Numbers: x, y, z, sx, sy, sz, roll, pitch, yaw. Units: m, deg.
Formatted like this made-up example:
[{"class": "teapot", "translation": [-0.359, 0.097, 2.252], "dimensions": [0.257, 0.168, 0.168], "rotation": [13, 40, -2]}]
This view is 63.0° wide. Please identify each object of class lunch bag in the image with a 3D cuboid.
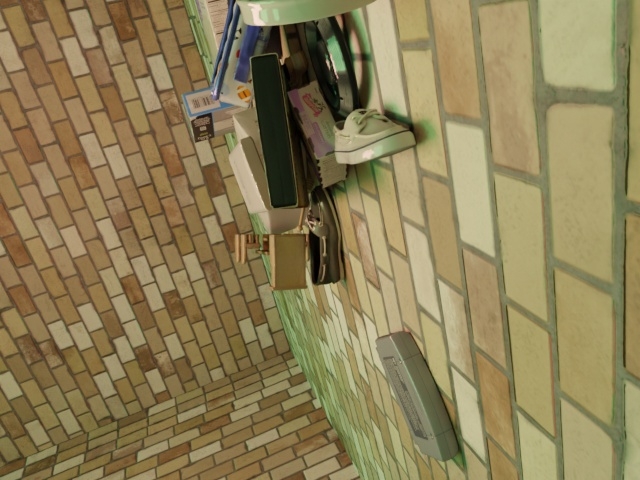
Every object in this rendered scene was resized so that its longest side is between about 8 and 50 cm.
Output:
[{"class": "lunch bag", "translation": [-0.169, -0.463, 1.184], "dimensions": [0.243, 0.115, 0.303], "rotation": [-103, 29, -62]}]

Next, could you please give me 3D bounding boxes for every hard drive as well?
[{"class": "hard drive", "translation": [-0.204, -0.180, 1.529], "dimensions": [0.202, 0.040, 0.307], "rotation": [70, 165, -7]}]

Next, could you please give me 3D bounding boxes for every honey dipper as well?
[{"class": "honey dipper", "translation": [-0.046, -0.101, 1.512], "dimensions": [0.030, 0.031, 0.160], "rotation": [115, 165, -72]}]

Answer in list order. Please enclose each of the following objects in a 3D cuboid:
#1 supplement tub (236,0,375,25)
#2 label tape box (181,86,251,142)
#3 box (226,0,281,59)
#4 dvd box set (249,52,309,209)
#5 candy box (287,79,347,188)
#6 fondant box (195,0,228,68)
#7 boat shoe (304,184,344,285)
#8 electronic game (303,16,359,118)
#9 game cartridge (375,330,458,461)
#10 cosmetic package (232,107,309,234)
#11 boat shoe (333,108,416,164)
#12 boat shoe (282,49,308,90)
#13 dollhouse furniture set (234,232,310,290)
[{"class": "supplement tub", "translation": [-0.040, -0.463, 0.653], "dimensions": [0.235, 0.236, 0.324], "rotation": [-128, 22, -54]}, {"class": "label tape box", "translation": [-0.416, -0.501, 2.138], "dimensions": [0.347, 0.249, 0.115], "rotation": [116, 133, -72]}, {"class": "box", "translation": [-0.177, -0.575, 1.384], "dimensions": [0.156, 0.093, 0.158], "rotation": [85, 162, -49]}, {"class": "dvd box set", "translation": [-0.085, -0.224, 1.224], "dimensions": [0.420, 0.062, 0.307], "rotation": [-71, -27, -85]}, {"class": "candy box", "translation": [-0.002, -0.227, 1.150], "dimensions": [0.196, 0.070, 0.164], "rotation": [73, 174, -77]}, {"class": "fondant box", "translation": [-0.363, -0.762, 1.878], "dimensions": [0.238, 0.096, 0.330], "rotation": [-128, 23, -55]}, {"class": "boat shoe", "translation": [0.000, 0.000, 1.500], "dimensions": [0.112, 0.096, 0.335], "rotation": [-126, 20, -51]}, {"class": "electronic game", "translation": [0.022, -0.344, 0.998], "dimensions": [0.229, 0.048, 0.229], "rotation": [159, 90, -86]}, {"class": "game cartridge", "translation": [0.220, 0.356, 1.218], "dimensions": [0.196, 0.060, 0.294], "rotation": [112, 136, -76]}, {"class": "cosmetic package", "translation": [-0.147, -0.216, 1.656], "dimensions": [0.385, 0.156, 0.217], "rotation": [89, 155, -52]}, {"class": "boat shoe", "translation": [0.081, -0.186, 0.907], "dimensions": [0.267, 0.096, 0.088], "rotation": [-141, 34, -76]}, {"class": "boat shoe", "translation": [-0.076, -0.413, 1.283], "dimensions": [0.170, 0.059, 0.063], "rotation": [144, 106, -77]}, {"class": "dollhouse furniture set", "translation": [-0.134, 0.060, 1.612], "dimensions": [0.242, 0.212, 0.160], "rotation": [-177, 86, -68]}]
